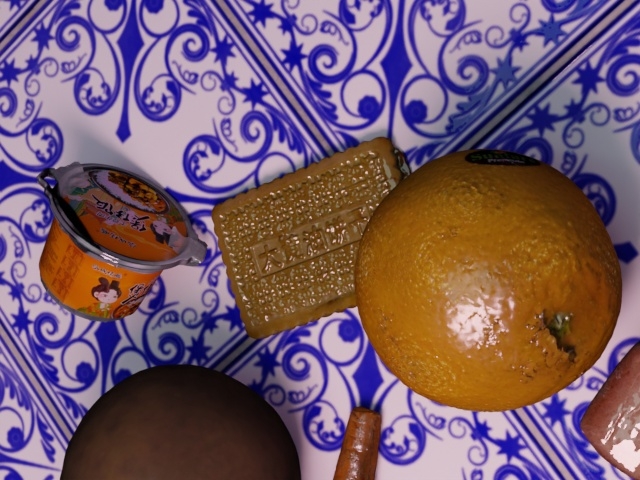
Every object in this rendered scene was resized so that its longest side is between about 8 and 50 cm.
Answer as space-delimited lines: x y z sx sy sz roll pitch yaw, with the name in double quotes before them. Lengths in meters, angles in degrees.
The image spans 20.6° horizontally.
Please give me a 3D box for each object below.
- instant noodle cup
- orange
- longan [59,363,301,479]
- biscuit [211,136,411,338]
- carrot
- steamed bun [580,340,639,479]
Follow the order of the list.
"instant noodle cup" -0.251 0.014 2.051 0.208 0.177 0.125 35 121 8
"orange" 0.167 0.042 1.769 0.274 0.274 0.274 1 92 28
"longan" -0.152 0.279 1.927 0.297 0.297 0.297 1 92 28
"biscuit" 0.000 0.000 1.987 0.254 0.029 0.172 -21 82 26
"carrot" 0.039 0.267 1.964 0.055 0.055 0.161 10 94 27
"steamed bun" 0.364 0.180 1.765 0.175 0.106 0.145 33 101 9
